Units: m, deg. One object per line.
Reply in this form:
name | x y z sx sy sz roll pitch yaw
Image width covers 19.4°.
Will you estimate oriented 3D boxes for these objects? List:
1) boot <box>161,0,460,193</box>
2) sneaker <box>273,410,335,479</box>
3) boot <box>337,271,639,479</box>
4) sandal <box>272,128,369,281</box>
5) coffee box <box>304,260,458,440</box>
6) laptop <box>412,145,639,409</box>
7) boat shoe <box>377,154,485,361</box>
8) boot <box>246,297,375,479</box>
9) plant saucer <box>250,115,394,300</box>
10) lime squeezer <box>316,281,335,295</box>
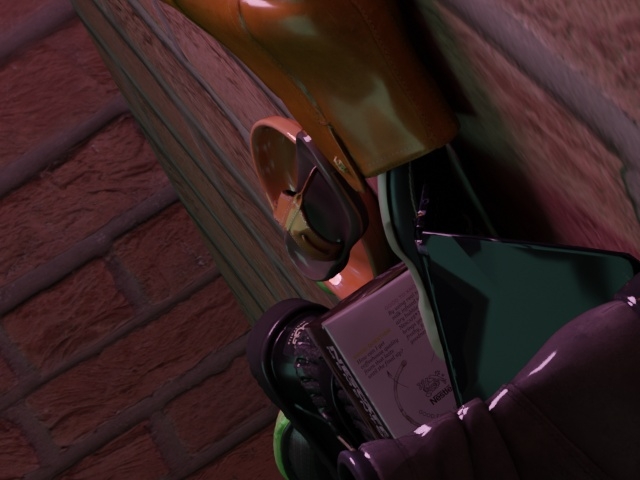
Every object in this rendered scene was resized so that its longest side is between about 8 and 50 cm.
boot | -0.031 -0.127 1.234 0.211 0.104 0.295 58 161 -15
sneaker | 0.122 0.301 2.019 0.483 0.185 0.202 52 169 -35
boot | 0.153 0.193 0.970 0.338 0.222 0.118 60 172 -19
sandal | -0.012 -0.019 1.594 0.090 0.060 0.219 52 159 13
coffee box | 0.118 0.160 1.508 0.297 0.119 0.168 58 174 -1
laptop | 0.148 0.071 1.150 0.264 0.136 0.234 -73 -29 -66
boat shoe | 0.095 0.002 1.313 0.065 0.075 0.206 1 130 28
boot | 0.100 0.194 1.766 0.348 0.131 0.260 42 164 -29
plant saucer | 0.006 -0.029 1.696 0.200 0.037 0.200 51 161 24
lime squeezer | 0.000 0.000 1.901 0.110 0.059 0.310 59 174 -12
